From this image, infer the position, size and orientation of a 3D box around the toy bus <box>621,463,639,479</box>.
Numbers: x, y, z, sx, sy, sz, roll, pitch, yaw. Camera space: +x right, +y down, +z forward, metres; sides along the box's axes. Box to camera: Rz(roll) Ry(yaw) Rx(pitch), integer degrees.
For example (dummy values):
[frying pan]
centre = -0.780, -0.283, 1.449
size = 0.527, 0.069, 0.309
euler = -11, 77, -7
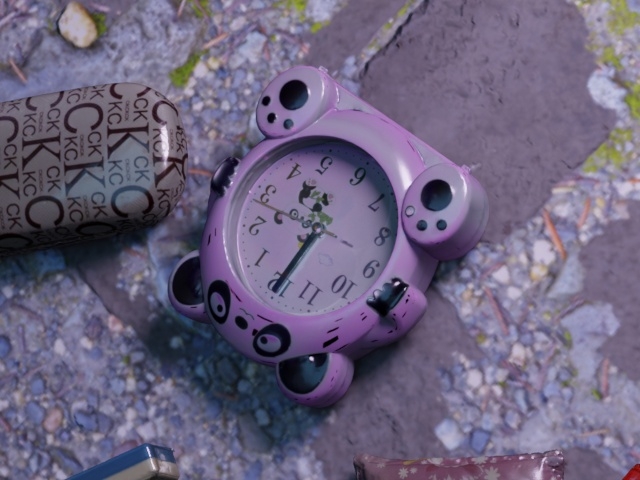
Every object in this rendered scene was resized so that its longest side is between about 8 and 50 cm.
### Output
[toy bus]
centre = 0.224, 0.273, 1.554
size = 0.089, 0.081, 0.195
euler = 39, 93, 13

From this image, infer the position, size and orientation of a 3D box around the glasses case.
[glasses case]
centre = -0.289, -0.055, 1.821
size = 0.354, 0.085, 0.137
euler = -10, 74, 18

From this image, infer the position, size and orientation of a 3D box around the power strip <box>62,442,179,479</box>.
[power strip]
centre = -0.188, 0.216, 1.738
size = 0.123, 0.056, 0.032
euler = -24, 72, 14

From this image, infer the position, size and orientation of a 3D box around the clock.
[clock]
centre = 0.000, 0.000, 1.704
size = 0.227, 0.090, 0.248
euler = 36, 93, 23

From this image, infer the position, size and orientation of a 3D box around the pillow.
[pillow]
centre = 0.114, 0.229, 1.632
size = 0.185, 0.043, 0.118
euler = -5, 75, 19
